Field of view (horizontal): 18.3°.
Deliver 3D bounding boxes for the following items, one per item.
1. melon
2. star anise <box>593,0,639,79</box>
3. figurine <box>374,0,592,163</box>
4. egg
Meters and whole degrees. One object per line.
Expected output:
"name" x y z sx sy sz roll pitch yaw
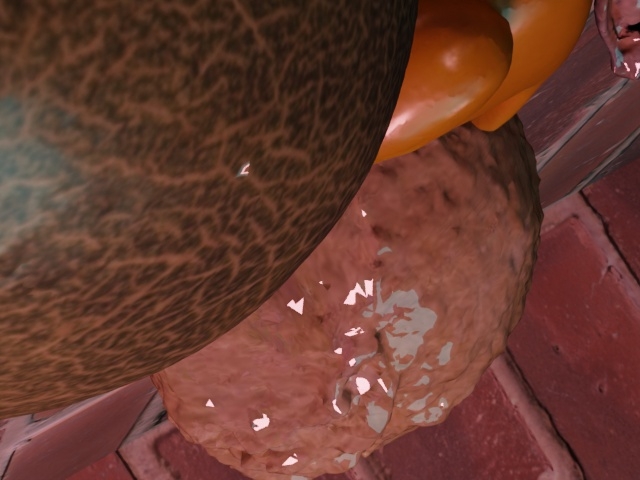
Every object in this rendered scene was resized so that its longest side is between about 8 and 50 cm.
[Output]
"melon" -0.102 -0.072 0.502 0.237 0.237 0.302 -35 169 19
"star anise" 0.167 -0.189 1.017 0.223 0.236 0.109 129 -22 -62
"figurine" 0.018 -0.104 0.870 0.228 0.215 0.215 -11 161 -33
"egg" 0.000 0.000 1.167 0.279 0.279 0.310 -26 141 -34
